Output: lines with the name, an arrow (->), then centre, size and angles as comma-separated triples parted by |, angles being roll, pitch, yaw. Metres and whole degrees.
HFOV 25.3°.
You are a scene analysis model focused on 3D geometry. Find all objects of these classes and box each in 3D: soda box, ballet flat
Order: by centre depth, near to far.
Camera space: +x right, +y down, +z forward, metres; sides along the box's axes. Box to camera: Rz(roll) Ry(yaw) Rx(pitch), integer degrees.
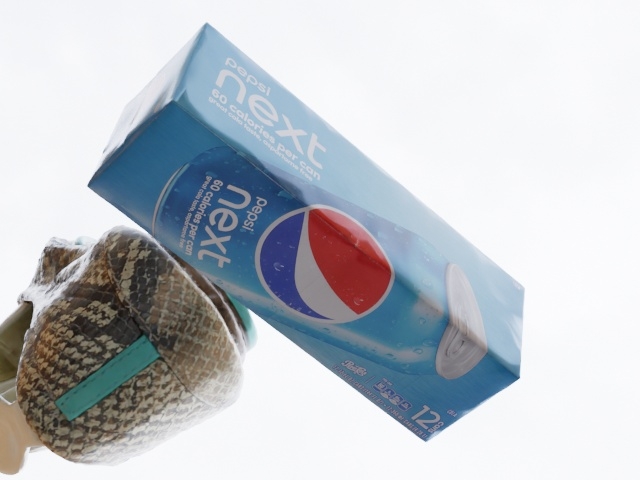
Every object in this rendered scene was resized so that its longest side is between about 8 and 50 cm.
soda box -> 0.000, 0.000, 0.668 | 0.210, 0.071, 0.067 | 38, -56, -18
ballet flat -> -0.169, 0.083, 0.995 | 0.182, 0.483, 0.164 | -37, -86, -12
